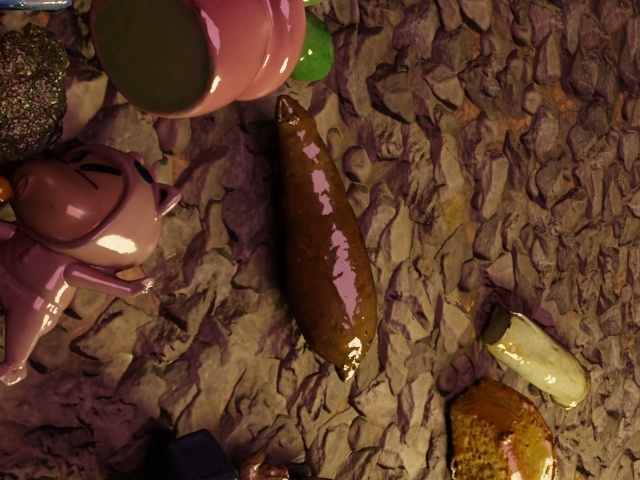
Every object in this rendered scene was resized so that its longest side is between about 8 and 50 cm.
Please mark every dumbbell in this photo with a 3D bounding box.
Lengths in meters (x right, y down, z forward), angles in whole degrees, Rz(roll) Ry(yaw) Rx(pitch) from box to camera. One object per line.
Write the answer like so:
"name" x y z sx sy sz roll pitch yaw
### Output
"dumbbell" -0.252 0.341 1.066 0.316 0.144 0.156 -12 105 -37

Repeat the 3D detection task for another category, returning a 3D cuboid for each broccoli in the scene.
"broccoli" -0.328 -0.157 0.932 0.138 0.146 0.162 40 86 -4

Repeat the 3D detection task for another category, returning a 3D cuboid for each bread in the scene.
"bread" 0.329 0.385 1.561 0.160 0.147 0.260 -15 107 -40

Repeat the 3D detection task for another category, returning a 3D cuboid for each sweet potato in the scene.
"sweet potato" 0.001 -0.004 1.231 0.130 0.130 0.422 -23 110 -35

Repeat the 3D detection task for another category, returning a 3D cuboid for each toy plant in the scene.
"toy plant" -0.104 -0.302 1.045 0.356 0.211 0.317 -37 118 -44

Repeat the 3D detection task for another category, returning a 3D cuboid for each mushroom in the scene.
"mushroom" 0.412 0.223 1.645 0.312 0.081 0.100 38 67 -36

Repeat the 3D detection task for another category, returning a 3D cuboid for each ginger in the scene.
"ginger" -0.025 0.396 1.303 0.290 0.084 0.122 30 76 -39

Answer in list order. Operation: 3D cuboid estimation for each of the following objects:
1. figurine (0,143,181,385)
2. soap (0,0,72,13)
"figurine" -0.293 0.005 0.964 0.287 0.176 0.186 -42 148 -10
"soap" -0.380 -0.309 0.889 0.293 0.077 0.156 -11 105 -38
